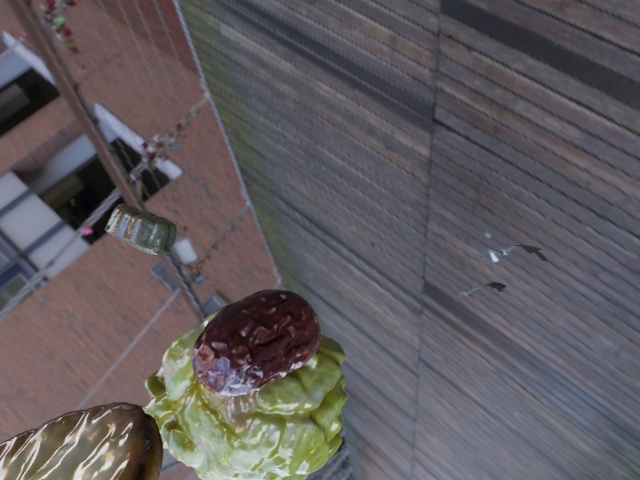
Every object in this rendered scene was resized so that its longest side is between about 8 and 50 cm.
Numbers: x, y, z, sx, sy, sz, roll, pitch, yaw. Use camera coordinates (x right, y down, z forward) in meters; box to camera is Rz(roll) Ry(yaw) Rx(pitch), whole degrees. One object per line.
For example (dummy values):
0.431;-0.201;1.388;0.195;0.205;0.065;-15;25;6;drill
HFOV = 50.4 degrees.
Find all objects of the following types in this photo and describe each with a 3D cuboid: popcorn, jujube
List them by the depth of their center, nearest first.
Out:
-0.053;0.084;0.559;0.077;0.129;0.077;10;108;31;jujube
-0.082;0.175;0.809;0.259;0.212;0.259;28;-167;-7;popcorn

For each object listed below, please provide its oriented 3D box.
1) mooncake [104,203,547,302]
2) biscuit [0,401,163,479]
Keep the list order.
-0.001;0.013;0.565;0.150;0.347;0.057;-136;51;-71;mooncake
-0.268;0.233;0.571;0.154;0.299;0.045;-113;-2;-54;biscuit
